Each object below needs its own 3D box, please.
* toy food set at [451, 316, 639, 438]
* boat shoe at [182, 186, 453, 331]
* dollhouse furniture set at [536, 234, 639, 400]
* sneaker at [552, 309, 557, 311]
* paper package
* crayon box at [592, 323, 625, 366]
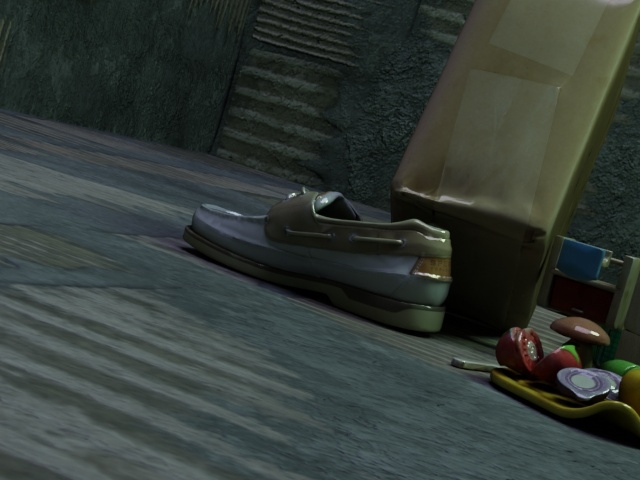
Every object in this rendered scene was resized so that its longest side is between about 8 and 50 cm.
[{"bbox_3d":[0.212,0.102,1.127,0.128,0.071,0.218,14,5,-34],"label":"toy food set"},{"bbox_3d":[0.000,0.000,1.382,0.302,0.103,0.113,17,7,28],"label":"boat shoe"},{"bbox_3d":[0.278,0.079,1.306,0.184,0.128,0.129,18,5,30],"label":"dollhouse furniture set"},{"bbox_3d":[0.404,0.096,2.031,0.134,0.051,0.070,15,8,41],"label":"sneaker"},{"bbox_3d":[0.208,-0.100,1.497,0.168,0.324,0.309,20,-21,12],"label":"paper package"},{"bbox_3d":[0.443,0.134,1.525,0.279,0.081,0.165,17,4,6],"label":"crayon box"}]
